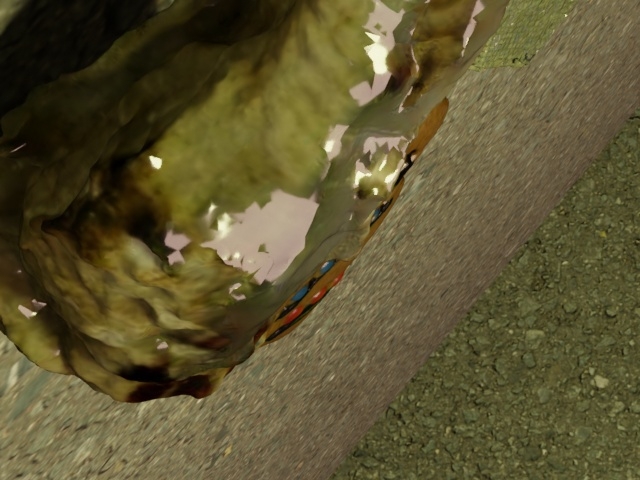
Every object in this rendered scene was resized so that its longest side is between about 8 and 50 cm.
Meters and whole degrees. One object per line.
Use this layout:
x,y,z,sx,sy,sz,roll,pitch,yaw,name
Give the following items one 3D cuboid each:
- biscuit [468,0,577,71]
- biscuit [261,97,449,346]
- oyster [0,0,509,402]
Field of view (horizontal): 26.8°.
0.165,-0.203,1.072,0.147,0.046,0.250,-54,167,20,biscuit
0.001,0.001,1.098,0.278,0.043,0.301,-44,166,-27,biscuit
-0.024,-0.049,0.561,0.337,0.133,0.198,-50,159,26,oyster
